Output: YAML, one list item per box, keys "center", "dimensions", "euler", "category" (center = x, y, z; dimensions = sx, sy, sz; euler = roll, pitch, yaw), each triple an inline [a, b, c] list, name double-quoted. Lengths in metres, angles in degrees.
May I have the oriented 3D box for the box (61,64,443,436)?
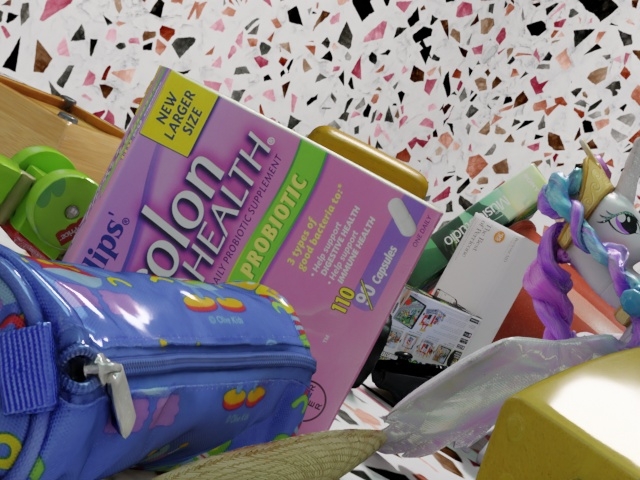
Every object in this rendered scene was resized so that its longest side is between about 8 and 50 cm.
- center: [-0.065, 0.010, 0.887]
  dimensions: [0.243, 0.214, 0.117]
  euler: [27, 4, -15]
  category: "box"

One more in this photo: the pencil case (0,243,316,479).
- center: [-0.102, 0.068, 0.556]
  dimensions: [0.133, 0.119, 0.306]
  euler: [-2, -7, 21]
  category: "pencil case"

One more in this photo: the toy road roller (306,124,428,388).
- center: [0.000, 0.000, 1.258]
  dimensions: [0.202, 0.241, 0.329]
  euler: [28, 4, -9]
  category: "toy road roller"

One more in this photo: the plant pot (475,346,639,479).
- center: [0.193, 0.185, 0.629]
  dimensions: [0.187, 0.212, 0.212]
  euler: [9, 14, -34]
  category: "plant pot"

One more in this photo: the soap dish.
- center: [-0.331, -0.113, 1.347]
  dimensions: [0.229, 0.118, 0.291]
  euler: [30, 5, 21]
  category: "soap dish"

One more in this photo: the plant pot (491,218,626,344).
- center: [0.345, 0.154, 1.700]
  dimensions: [0.265, 0.272, 0.272]
  euler: [39, 8, 23]
  category: "plant pot"

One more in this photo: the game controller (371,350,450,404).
- center: [0.182, 0.172, 1.326]
  dimensions: [0.166, 0.067, 0.319]
  euler: [-3, -9, 23]
  category: "game controller"

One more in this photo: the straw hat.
- center: [-0.029, 0.139, 0.515]
  dimensions: [0.144, 0.144, 0.061]
  euler: [22, 48, -57]
  category: "straw hat"

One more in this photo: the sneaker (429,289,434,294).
- center: [0.161, 0.091, 2.065]
  dimensions: [0.107, 0.118, 0.279]
  euler: [30, 4, 30]
  category: "sneaker"

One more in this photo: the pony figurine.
- center: [0.253, 0.134, 0.971]
  dimensions: [0.363, 0.351, 0.303]
  euler: [50, 17, 19]
  category: "pony figurine"

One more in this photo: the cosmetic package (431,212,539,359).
- center: [0.211, 0.088, 1.572]
  dimensions: [0.099, 0.239, 0.060]
  euler: [31, 5, 42]
  category: "cosmetic package"

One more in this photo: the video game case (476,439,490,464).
- center: [0.265, 0.229, 1.163]
  dimensions: [0.157, 0.019, 0.143]
  euler: [29, 42, 23]
  category: "video game case"

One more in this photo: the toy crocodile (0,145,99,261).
- center: [-0.194, 0.006, 0.999]
  dimensions: [0.340, 0.105, 0.115]
  euler: [31, 1, -35]
  category: "toy crocodile"

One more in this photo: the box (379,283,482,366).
- center: [0.126, 0.125, 1.447]
  dimensions: [0.036, 0.114, 0.207]
  euler: [31, 4, 39]
  category: "box"

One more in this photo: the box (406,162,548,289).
- center: [0.206, 0.015, 1.734]
  dimensions: [0.058, 0.322, 0.232]
  euler: [53, -3, 9]
  category: "box"
